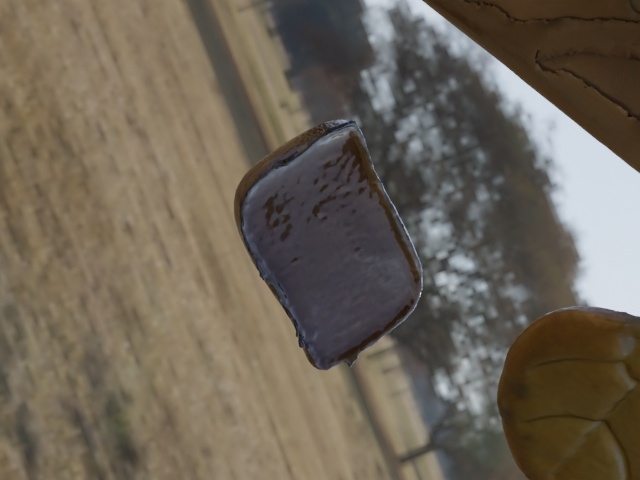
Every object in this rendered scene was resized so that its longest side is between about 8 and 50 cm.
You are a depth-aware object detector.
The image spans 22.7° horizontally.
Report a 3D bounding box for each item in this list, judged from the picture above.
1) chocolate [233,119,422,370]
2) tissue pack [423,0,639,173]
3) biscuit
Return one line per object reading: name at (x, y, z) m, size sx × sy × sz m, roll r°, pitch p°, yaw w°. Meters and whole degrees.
chocolate at (-0.001, -0.001, 1.607) m, size 0.083 × 0.161 × 0.261 m, roll 41°, pitch -21°, yaw 52°
tissue pack at (0.172, -0.161, 0.815) m, size 0.305 × 0.238 × 0.238 m, roll 41°, pitch -4°, yaw 12°
biscuit at (0.243, 0.148, 1.351) m, size 0.260 × 0.203 × 0.041 m, roll -60°, pitch -175°, yaw 49°
